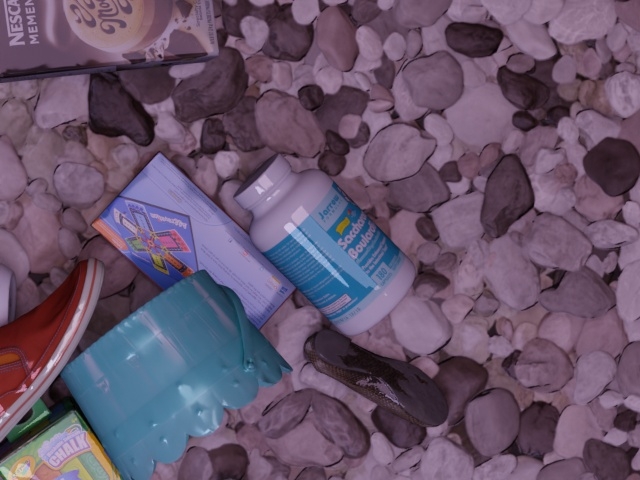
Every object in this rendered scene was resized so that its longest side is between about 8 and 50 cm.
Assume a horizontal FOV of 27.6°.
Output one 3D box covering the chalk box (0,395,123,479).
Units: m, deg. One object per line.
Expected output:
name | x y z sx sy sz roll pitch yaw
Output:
chalk box | -0.359 0.302 1.777 0.132 0.132 0.213 -37 100 -10

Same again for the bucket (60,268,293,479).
bucket | -0.194 0.179 1.729 0.281 0.281 0.183 -36 87 -10

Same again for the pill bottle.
pill bottle | 0.000 0.000 1.848 0.264 0.146 0.146 45 82 -12

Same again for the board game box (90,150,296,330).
board game box | -0.176 0.020 1.866 0.281 0.027 0.145 44 81 -12

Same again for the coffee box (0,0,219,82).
coffee box | -0.302 -0.314 1.776 0.297 0.119 0.168 -9 95 -14

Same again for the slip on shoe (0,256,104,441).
slip on shoe | -0.395 0.150 1.684 0.101 0.123 0.331 40 91 -17

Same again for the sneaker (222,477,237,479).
sneaker | -0.046 0.423 1.879 0.153 0.094 0.235 -26 98 -13

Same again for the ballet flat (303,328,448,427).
ballet flat | 0.080 0.208 1.927 0.250 0.058 0.084 28 50 -18

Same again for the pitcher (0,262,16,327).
pitcher | -0.515 0.052 1.740 0.207 0.125 0.178 3 86 -6
